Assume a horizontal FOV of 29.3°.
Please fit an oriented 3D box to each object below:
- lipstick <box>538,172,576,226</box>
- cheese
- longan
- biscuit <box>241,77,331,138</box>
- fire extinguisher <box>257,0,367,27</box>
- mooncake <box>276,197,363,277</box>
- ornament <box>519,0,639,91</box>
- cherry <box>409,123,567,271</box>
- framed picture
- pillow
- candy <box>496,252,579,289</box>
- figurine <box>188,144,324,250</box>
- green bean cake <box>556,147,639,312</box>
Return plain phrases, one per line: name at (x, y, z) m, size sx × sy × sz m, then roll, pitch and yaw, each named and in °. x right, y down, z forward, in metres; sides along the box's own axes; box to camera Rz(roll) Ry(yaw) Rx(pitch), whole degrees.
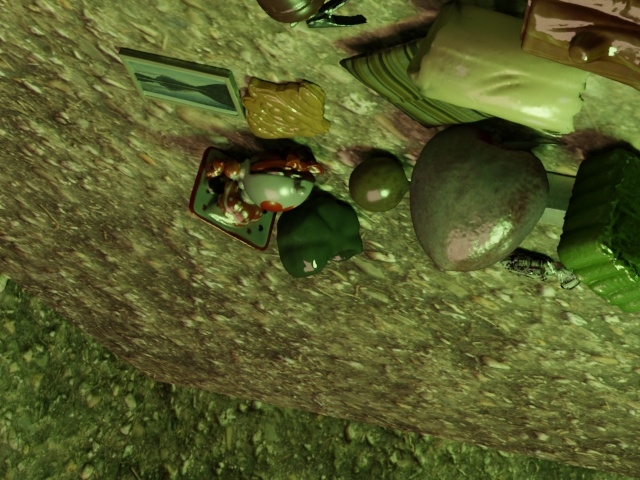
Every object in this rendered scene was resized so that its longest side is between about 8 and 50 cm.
lipstick at (0.320, -0.079, 2.020) m, size 0.317 × 0.068 × 0.066 m, roll 12°, pitch 158°, yaw 19°
cheese at (0.235, -0.215, 1.555) m, size 0.233 × 0.127 × 0.266 m, roll 19°, pitch -171°, yaw -6°
longan at (0.105, -0.098, 2.126) m, size 0.113 × 0.092 × 0.113 m, roll 5°, pitch 139°, yaw 4°
biscuit at (-0.064, -0.215, 2.064) m, size 0.162 × 0.035 × 0.250 m, roll 29°, pitch 159°, yaw -15°
fire extinguisher at (-0.045, -0.368, 1.567) m, size 0.138 × 0.102 × 0.344 m, roll -27°, pitch 143°, yaw 14°
mooncake at (0.000, 0.000, 2.354) m, size 0.104 × 0.175 × 0.168 m, roll -5°, pitch 134°, yaw 44°
ornament at (0.345, -0.257, 1.344) m, size 0.218 × 0.221 × 0.235 m, roll 19°, pitch 152°, yaw 10°
cherry at (0.244, -0.074, 1.904) m, size 0.213 × 0.266 × 0.183 m, roll 31°, pitch -179°, yaw 29°
framed picture at (-0.234, -0.266, 2.092) m, size 0.203 × 0.015 × 0.150 m, roll 14°, pitch 160°, yaw 13°
pillow at (0.165, -0.229, 1.791) m, size 0.208 × 0.052 × 0.212 m, roll 29°, pitch 159°, yaw -35°
candy at (0.385, 0.045, 2.320) m, size 0.226 × 0.051 × 0.094 m, roll 17°, pitch 170°, yaw 10°
figurine at (-0.094, -0.109, 2.220) m, size 0.183 × 0.160 × 0.226 m, roll 29°, pitch 148°, yaw -27°
green bean cake at (0.466, -0.016, 1.855) m, size 0.200 × 0.214 × 0.113 m, roll 33°, pitch 151°, yaw -28°
